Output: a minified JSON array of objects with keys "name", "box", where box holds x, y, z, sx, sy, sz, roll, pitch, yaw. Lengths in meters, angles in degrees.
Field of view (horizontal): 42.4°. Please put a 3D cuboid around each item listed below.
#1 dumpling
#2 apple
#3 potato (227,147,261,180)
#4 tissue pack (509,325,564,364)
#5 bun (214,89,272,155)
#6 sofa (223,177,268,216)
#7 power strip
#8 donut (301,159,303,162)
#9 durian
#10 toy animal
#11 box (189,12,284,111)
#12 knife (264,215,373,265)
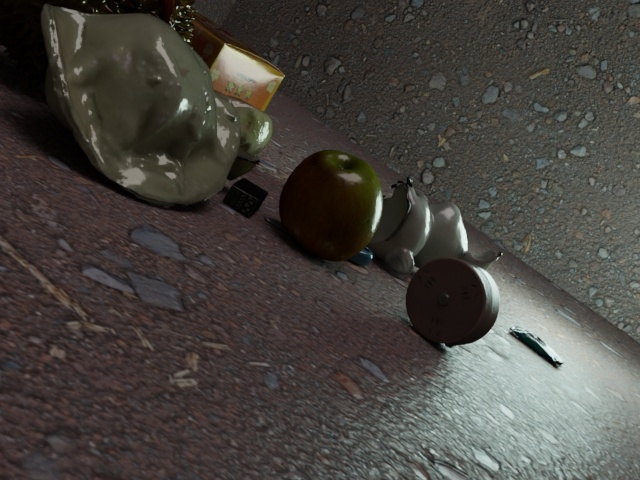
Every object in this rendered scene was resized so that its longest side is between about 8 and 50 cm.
[{"name":"dumpling","box":[-0.276,-0.189,1.294,0.395,0.233,0.315,24,52,-50]},{"name":"apple","box":[0.024,-0.069,1.513,0.196,0.196,0.196,31,12,-7]},{"name":"potato","box":[-0.240,-0.178,1.520,0.243,0.098,0.138,38,16,-3]},{"name":"tissue pack","box":[0.497,0.237,1.886,0.138,0.028,0.085,41,14,22]},{"name":"bun","box":[-0.208,-0.259,1.860,0.178,0.127,0.193,20,6,-46]},{"name":"sofa","box":[-0.137,-0.081,1.524,0.060,0.039,0.118,33,11,-2]},{"name":"power strip","box":[0.229,0.109,1.433,0.154,0.154,0.078,40,11,32]},{"name":"donut","box":[0.014,-0.101,1.907,0.174,0.074,0.190,23,20,-43]},{"name":"durian","box":[-0.402,-0.416,1.469,0.384,0.347,0.347,15,20,-39]},{"name":"toy animal","box":[0.232,-0.007,1.834,0.310,0.183,0.247,27,23,-39]},{"name":"box","box":[-0.300,-0.468,2.248,0.283,0.213,0.260,40,13,34]},{"name":"knife","box":[0.001,0.001,1.584,0.244,0.032,0.058,19,26,-32]}]
